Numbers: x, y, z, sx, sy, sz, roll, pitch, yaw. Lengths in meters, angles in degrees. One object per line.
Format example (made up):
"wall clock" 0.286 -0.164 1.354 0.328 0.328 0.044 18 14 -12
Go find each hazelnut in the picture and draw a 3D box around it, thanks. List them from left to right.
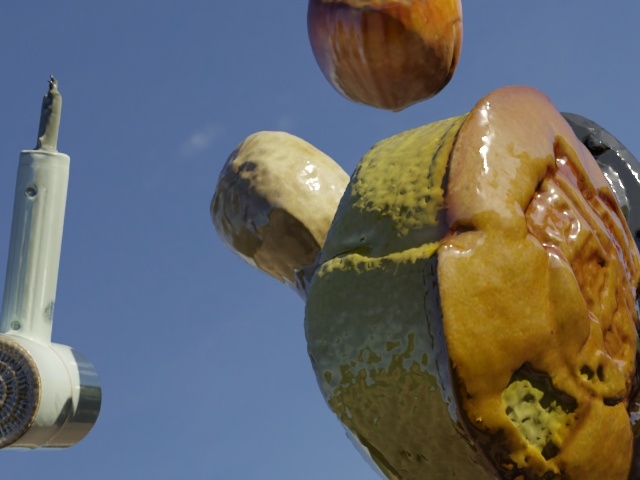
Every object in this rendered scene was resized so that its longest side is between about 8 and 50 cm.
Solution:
"hazelnut" 0.064 -0.201 1.694 0.150 0.150 0.150 -28 -20 -11

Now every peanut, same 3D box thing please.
"peanut" 0.000 0.000 1.559 0.122 0.253 0.137 -54 -20 11

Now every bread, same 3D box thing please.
"bread" 0.111 0.046 1.072 0.148 0.270 0.270 -12 -6 34

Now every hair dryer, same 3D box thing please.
"hair dryer" -0.264 0.021 1.671 0.107 0.357 0.173 6 -5 13

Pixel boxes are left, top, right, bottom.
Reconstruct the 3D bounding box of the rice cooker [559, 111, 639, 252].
"rice cooker" 0.191 -0.011 1.351 0.142 0.203 0.118 -30 -26 -12
